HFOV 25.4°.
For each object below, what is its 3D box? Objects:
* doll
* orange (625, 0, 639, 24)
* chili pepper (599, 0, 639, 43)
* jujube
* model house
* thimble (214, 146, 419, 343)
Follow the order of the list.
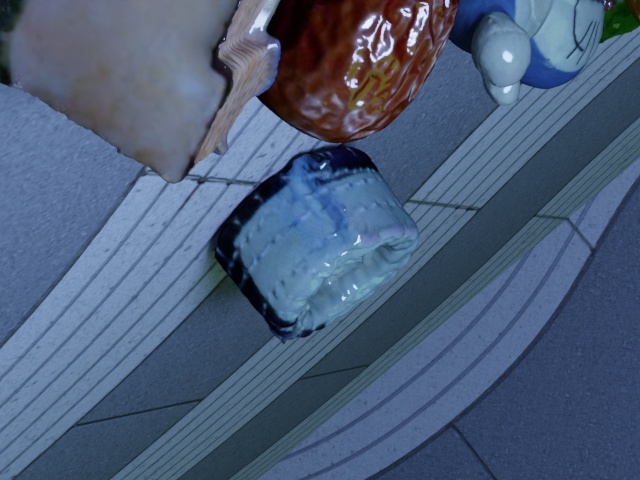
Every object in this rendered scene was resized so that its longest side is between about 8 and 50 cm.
[{"bbox_3d":[0.198,-0.240,1.367,0.154,0.228,0.258,8,-177,39],"label":"doll"},{"bbox_3d":[0.379,-0.352,1.352,0.262,0.196,0.334,-38,146,-46],"label":"orange"},{"bbox_3d":[0.374,-0.293,1.812,0.257,0.074,0.100,-25,161,-43],"label":"chili pepper"},{"bbox_3d":[0.036,-0.195,1.182,0.236,0.168,0.168,-57,163,7],"label":"jujube"},{"bbox_3d":[-0.096,-0.166,0.968,0.183,0.166,0.172,-61,173,23],"label":"model house"},{"bbox_3d":[0.000,0.000,1.684,0.237,0.150,0.237,-35,164,-11],"label":"thimble"}]
